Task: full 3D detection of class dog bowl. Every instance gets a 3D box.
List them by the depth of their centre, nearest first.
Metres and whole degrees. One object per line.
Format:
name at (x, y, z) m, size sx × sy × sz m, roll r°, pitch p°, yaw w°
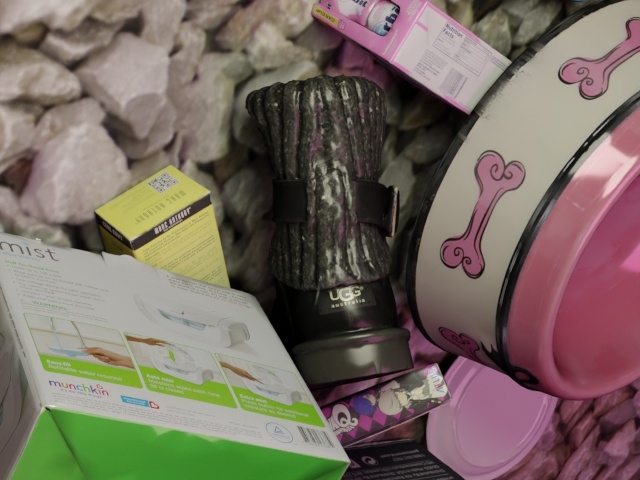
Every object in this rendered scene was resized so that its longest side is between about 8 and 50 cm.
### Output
dog bowl at (0.279, -0.023, 1.588) m, size 0.408 × 0.150 × 0.408 m, roll -31°, pitch 142°, yaw -28°

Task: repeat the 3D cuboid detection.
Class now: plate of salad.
plate of salad at (0.192, 0.183, 1.885) m, size 0.199 × 0.048 × 0.200 m, roll -16°, pitch 118°, yaw -32°

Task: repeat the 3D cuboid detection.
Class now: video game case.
video game case at (0.015, 0.170, 1.538) m, size 0.210 × 0.042 × 0.232 m, roll -23°, pitch 175°, yaw 0°

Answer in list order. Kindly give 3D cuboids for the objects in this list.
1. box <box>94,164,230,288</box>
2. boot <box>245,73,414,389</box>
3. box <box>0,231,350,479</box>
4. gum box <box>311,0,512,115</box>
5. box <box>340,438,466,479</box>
box at (-0.125, 0.052, 1.453) m, size 0.087 × 0.058 × 0.232 m, roll -34°, pitch 136°, yaw -24°
boot at (0.004, -0.001, 1.484) m, size 0.131 × 0.348 × 0.260 m, roll -10°, pitch 84°, yaw -10°
box at (-0.145, 0.122, 1.288) m, size 0.262 × 0.231 × 0.127 m, roll 14°, pitch 115°, yaw -33°
gum box at (0.086, -0.174, 1.467) m, size 0.188 × 0.107 × 0.062 m, roll 26°, pitch 97°, yaw -51°
box at (0.110, 0.435, 1.703) m, size 0.212 × 0.395 × 0.294 m, roll -1°, pitch 117°, yaw -46°
